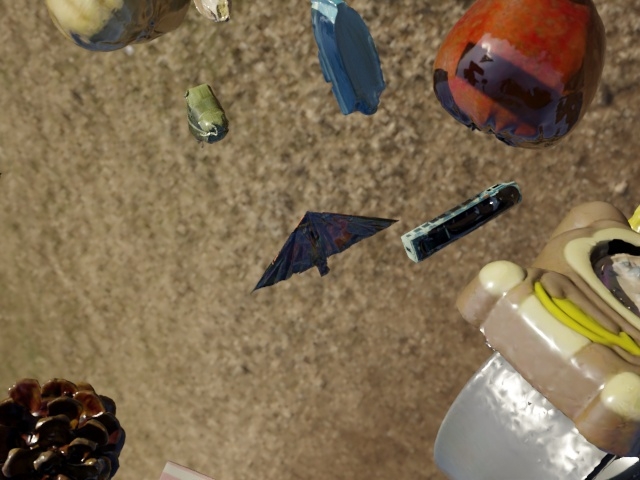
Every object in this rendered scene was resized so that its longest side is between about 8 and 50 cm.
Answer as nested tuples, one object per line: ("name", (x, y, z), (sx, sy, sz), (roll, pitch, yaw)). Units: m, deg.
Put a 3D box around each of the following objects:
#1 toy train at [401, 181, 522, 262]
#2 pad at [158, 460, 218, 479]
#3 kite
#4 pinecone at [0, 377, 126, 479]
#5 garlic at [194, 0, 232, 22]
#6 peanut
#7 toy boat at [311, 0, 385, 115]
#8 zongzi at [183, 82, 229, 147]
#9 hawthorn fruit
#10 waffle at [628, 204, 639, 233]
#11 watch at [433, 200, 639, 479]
("toy train", (0.226, -0.034, 1.653), (0.047, 0.207, 0.043), (36, 152, 63))
("pad", (-0.195, 0.394, 1.146), (0.005, 0.300, 0.202), (35, 162, -27))
("kite", (0.000, 0.000, 1.922), (0.016, 0.321, 0.234), (59, 174, 32))
("pinecone", (-0.446, 0.352, 1.727), (0.244, 0.244, 0.309), (40, 177, -14))
("garlic", (-0.239, -0.554, 2.303), (0.087, 0.196, 0.101), (-6, 163, -13))
("peanut", (-0.268, -0.380, 1.471), (0.192, 0.387, 0.169), (25, 119, -12))
("toy boat", (0.028, -0.307, 1.743), (0.102, 0.088, 0.215), (-5, 109, 52))
("zongzi", (-0.173, -0.165, 1.620), (0.119, 0.055, 0.109), (94, 156, -45))
("hawthorn fruit", (0.366, -0.323, 1.889), (0.308, 0.325, 0.308), (27, 164, 8))
("waffle", (0.517, 0.102, 1.424), (0.379, 0.382, 0.095), (33, 172, -26))
("watch", (0.252, 0.174, 1.031), (0.314, 0.335, 0.327), (45, 128, 33))
